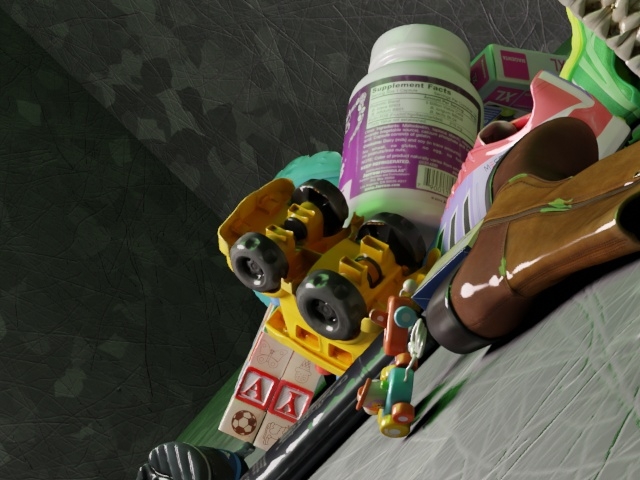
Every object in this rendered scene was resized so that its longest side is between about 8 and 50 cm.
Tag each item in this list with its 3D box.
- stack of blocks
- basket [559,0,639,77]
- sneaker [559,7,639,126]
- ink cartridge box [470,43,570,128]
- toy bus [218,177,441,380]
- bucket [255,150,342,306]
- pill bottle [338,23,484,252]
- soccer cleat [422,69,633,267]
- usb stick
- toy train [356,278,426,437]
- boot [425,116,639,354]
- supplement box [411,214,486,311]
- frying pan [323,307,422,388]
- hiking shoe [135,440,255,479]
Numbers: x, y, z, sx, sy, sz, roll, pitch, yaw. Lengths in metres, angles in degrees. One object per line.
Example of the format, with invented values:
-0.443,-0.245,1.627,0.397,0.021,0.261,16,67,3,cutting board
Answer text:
-0.050,0.160,1.917,0.297,0.087,0.171,-147,80,-88,stack of blocks
0.353,-0.339,1.289,0.331,0.266,0.328,-48,1,36,basket
0.334,-0.230,1.658,0.123,0.109,0.295,-23,46,42,sneaker
0.230,-0.152,2.022,0.311,0.186,0.065,139,131,-56,ink cartridge box
0.004,0.064,1.664,0.149,0.220,0.211,-44,-28,-37,toy bus
0.000,0.000,2.634,0.281,0.281,0.183,-45,5,27,bucket
0.110,-0.106,1.816,0.169,0.169,0.301,-44,31,50,pill bottle
0.186,-0.057,1.578,0.108,0.116,0.318,-48,3,-42,soccer cleat
0.013,0.178,1.534,0.278,0.045,0.077,-46,8,6,usb stick
0.056,0.099,1.283,0.166,0.046,0.125,-94,11,-84,toy train
0.211,-0.052,1.191,0.264,0.096,0.280,-47,2,-34,boot
0.145,0.033,1.474,0.083,0.056,0.083,-45,2,33,supplement box
0.088,0.085,1.949,0.197,0.053,0.326,-45,5,30,frying pan
-0.184,0.355,1.722,0.132,0.113,0.304,8,-54,-54,hiking shoe
